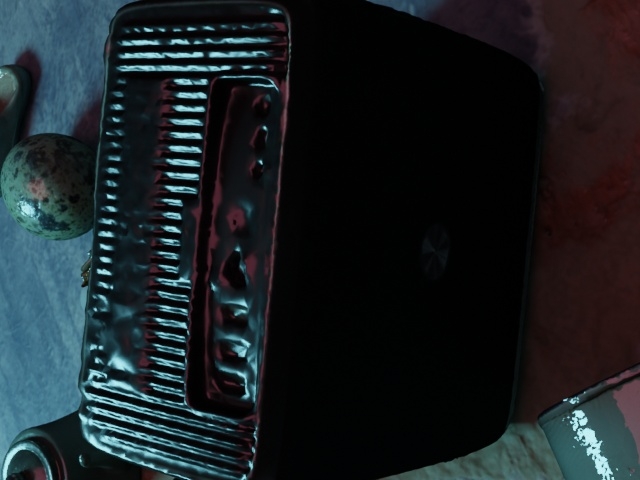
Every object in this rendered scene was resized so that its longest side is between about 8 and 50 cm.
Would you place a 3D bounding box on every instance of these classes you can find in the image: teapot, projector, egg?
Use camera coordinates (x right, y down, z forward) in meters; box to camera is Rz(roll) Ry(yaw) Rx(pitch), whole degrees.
[{"bbox_3d":[-0.341,0.301,1.440,0.239,0.149,0.162,-24,76,34],"label":"teapot"},{"bbox_3d":[0.000,0.000,1.019,0.242,0.405,0.395,8,94,37],"label":"projector"},{"bbox_3d":[-0.341,-0.072,1.454,0.172,0.132,0.132,36,111,45],"label":"egg"}]

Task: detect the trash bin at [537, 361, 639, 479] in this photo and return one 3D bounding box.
[{"bbox_3d":[0.320,0.217,0.890,0.277,0.217,0.262,-36,69,37],"label":"trash bin"}]

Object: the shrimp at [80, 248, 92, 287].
[{"bbox_3d":[-0.182,-0.056,1.333,0.294,0.062,0.154,-46,65,-2],"label":"shrimp"}]

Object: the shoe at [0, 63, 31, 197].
[{"bbox_3d":[-0.462,-0.153,1.582,0.079,0.078,0.195,26,101,34],"label":"shoe"}]

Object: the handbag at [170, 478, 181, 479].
[{"bbox_3d":[-0.093,0.368,1.294,0.275,0.088,0.244,-31,75,32],"label":"handbag"}]

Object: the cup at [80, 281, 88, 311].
[{"bbox_3d":[-0.200,0.077,1.381,0.133,0.136,0.099,36,144,33],"label":"cup"}]
